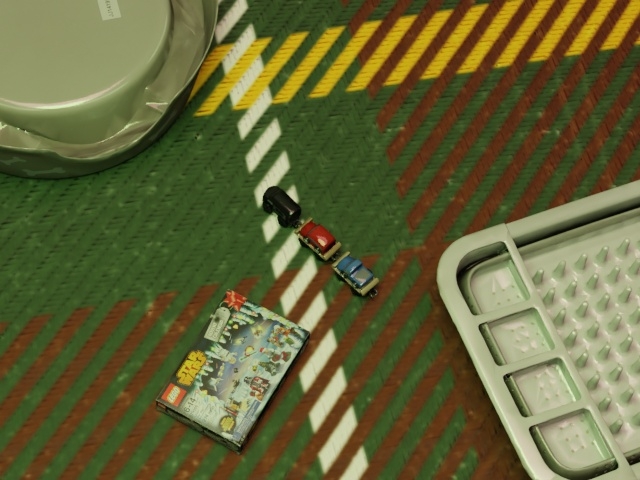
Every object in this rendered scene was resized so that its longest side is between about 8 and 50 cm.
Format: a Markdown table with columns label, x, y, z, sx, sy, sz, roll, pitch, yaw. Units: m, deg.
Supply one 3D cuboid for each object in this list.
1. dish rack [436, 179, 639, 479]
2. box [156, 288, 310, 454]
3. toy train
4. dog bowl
| label | x | y | z | sx | sy | sz | roll | pitch | yaw |
| --- | --- | --- | --- | --- | --- | --- | --- | --- | --- |
| dish rack | 0.301 | 0.093 | 1.419 | 0.333 | 0.072 | 0.285 | -18 | 64 | -13 |
| box | -0.083 | 0.124 | 1.398 | 0.094 | 0.027 | 0.137 | 26 | 64 | 10 |
| toy train | 0.000 | 0.000 | 1.464 | 0.027 | 0.036 | 0.158 | -40 | 72 | -22 |
| dog bowl | -0.281 | -0.218 | 1.521 | 0.349 | 0.102 | 0.348 | 2 | 63 | -4 |
